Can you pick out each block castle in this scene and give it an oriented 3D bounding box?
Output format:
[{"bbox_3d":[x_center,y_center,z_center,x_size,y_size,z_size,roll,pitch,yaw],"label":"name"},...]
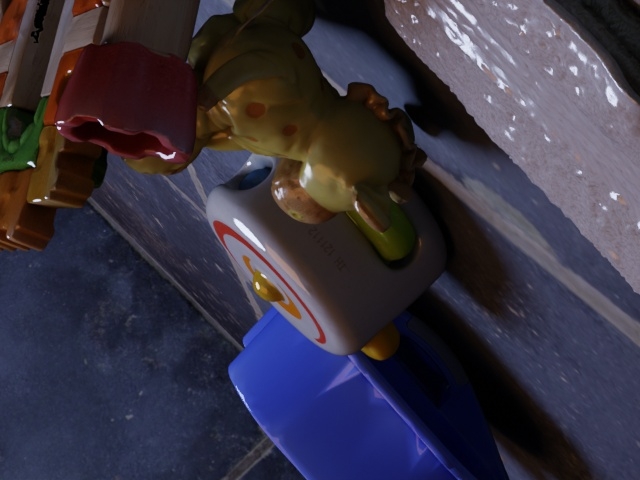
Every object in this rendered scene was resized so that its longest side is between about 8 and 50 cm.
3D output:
[{"bbox_3d":[-0.290,-0.124,0.913,0.303,0.213,0.453,17,170,-31],"label":"block castle"}]

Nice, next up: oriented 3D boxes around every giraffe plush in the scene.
[{"bbox_3d":[-0.012,-0.085,0.955,0.170,0.181,0.210,40,155,-17],"label":"giraffe plush"}]

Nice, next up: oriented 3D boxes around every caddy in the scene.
[{"bbox_3d":[0.064,0.164,1.416,0.341,0.179,0.241,48,-170,-6],"label":"caddy"}]

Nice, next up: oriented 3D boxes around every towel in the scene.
[{"bbox_3d":[0.127,-0.077,0.697,0.282,0.049,0.187,49,168,16],"label":"towel"}]

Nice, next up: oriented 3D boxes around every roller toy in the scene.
[{"bbox_3d":[0.000,0.000,1.175,0.191,0.146,0.209,42,167,28],"label":"roller toy"}]

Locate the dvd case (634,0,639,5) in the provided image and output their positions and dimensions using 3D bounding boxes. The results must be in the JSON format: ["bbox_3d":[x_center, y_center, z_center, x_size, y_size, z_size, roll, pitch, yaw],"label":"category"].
[{"bbox_3d":[0.131,-0.156,0.521,0.238,0.029,0.179,45,168,16],"label":"dvd case"}]
